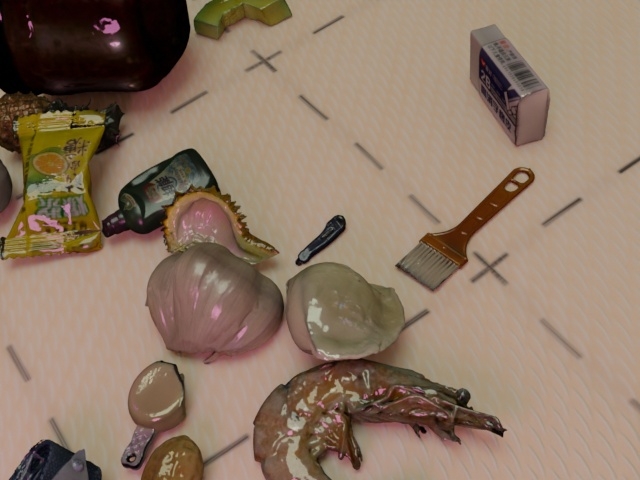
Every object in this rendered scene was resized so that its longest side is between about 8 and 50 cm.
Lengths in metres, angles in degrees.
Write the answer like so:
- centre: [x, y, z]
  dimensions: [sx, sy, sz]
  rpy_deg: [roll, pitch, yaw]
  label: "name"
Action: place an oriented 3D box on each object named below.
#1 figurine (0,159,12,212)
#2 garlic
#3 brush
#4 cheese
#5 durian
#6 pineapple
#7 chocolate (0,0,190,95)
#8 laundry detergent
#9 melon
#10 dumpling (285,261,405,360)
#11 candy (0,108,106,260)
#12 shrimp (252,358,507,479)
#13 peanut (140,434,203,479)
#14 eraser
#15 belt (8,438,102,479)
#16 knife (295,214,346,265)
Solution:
- centre: [-0.697, -0.082, 1.540]
  dimensions: [0.236, 0.133, 0.176]
  rpy_deg: [-35, 46, -12]
  label: "figurine"
- centre: [-0.173, 0.086, 1.307]
  dimensions: [0.230, 0.142, 0.178]
  rpy_deg: [16, 54, 11]
  label: "garlic"
- centre: [0.262, -0.032, 1.404]
  dimensions: [0.090, 0.017, 0.314]
  rpy_deg: [36, 65, 29]
  label: "brush"
- centre: [-0.245, 0.260, 1.235]
  dimensions: [0.092, 0.047, 0.171]
  rpy_deg: [-8, 50, 7]
  label: "cheese"
- centre: [-0.165, -0.018, 1.422]
  dimensions: [0.224, 0.078, 0.140]
  rpy_deg: [22, 102, 12]
  label: "durian"
- centre: [-0.519, -0.235, 1.640]
  dimensions: [0.248, 0.128, 0.128]
  rpy_deg: [1, 52, 5]
  label: "pineapple"
- centre: [-0.443, -0.444, 1.663]
  dimensions: [0.332, 0.383, 0.383]
  rpy_deg: [15, 55, 11]
  label: "chocolate"
- centre: [-0.302, -0.077, 1.502]
  dimensions: [0.222, 0.078, 0.144]
  rpy_deg: [-29, 51, -10]
  label: "laundry detergent"
- centre: [-0.181, -0.510, 1.838]
  dimensions: [0.210, 0.064, 0.118]
  rpy_deg: [-26, 57, -8]
  label: "melon"
- centre: [0.039, 0.109, 1.248]
  dimensions: [0.180, 0.131, 0.252]
  rpy_deg: [4, 18, -11]
  label: "dumpling"
- centre: [-0.490, -0.110, 1.519]
  dimensions: [0.187, 0.081, 0.297]
  rpy_deg: [-5, 70, -1]
  label: "candy"
- centre: [0.077, 0.279, 1.151]
  dimensions: [0.361, 0.085, 0.246]
  rpy_deg: [-3, 60, 12]
  label: "shrimp"
- centre: [-0.218, 0.366, 1.124]
  dimensions: [0.100, 0.099, 0.214]
  rpy_deg: [10, 48, 17]
  label: "peanut"
- centre: [0.343, -0.289, 1.524]
  dimensions: [0.068, 0.124, 0.210]
  rpy_deg: [-19, 50, -5]
  label: "eraser"
- centre: [-0.373, 0.391, 1.111]
  dimensions: [0.122, 0.128, 0.218]
  rpy_deg: [-25, 36, 40]
  label: "belt"
- centre: [0.000, 0.000, 1.420]
  dimensions: [0.121, 0.018, 0.031]
  rpy_deg: [-41, 63, -21]
  label: "knife"
